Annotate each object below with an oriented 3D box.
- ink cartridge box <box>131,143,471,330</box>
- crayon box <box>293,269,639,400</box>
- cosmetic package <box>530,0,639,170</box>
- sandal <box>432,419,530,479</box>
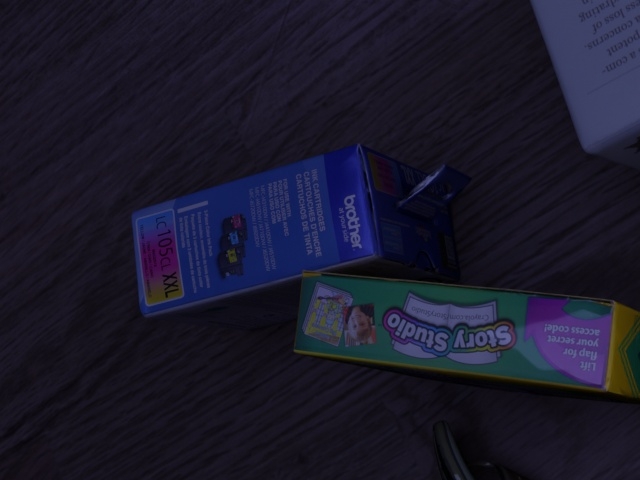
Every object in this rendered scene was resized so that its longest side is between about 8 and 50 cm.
[{"bbox_3d":[0.000,0.000,1.689,0.396,0.270,0.151,-13,77,25],"label":"ink cartridge box"},{"bbox_3d":[0.201,0.115,1.536,0.363,0.313,0.106,4,82,28],"label":"crayon box"},{"bbox_3d":[0.436,-0.310,1.466,0.329,0.327,0.393,-27,68,32],"label":"cosmetic package"},{"bbox_3d":[0.236,0.339,1.604,0.086,0.120,0.303,-35,65,-13],"label":"sandal"}]
